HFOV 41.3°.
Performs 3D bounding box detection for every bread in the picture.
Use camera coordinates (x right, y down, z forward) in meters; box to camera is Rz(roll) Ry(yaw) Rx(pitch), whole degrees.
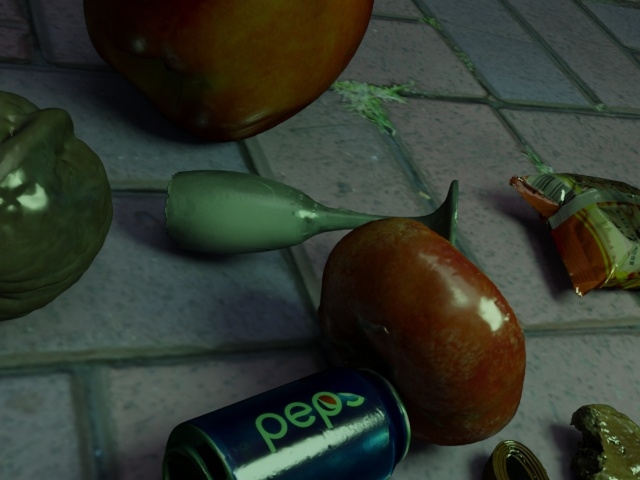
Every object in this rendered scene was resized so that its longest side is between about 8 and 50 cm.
[{"bbox_3d":[0.301,0.229,0.879,0.082,0.060,0.113,19,41,-4],"label":"bread"}]

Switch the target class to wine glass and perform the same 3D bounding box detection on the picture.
[{"bbox_3d":[0.000,0.000,0.998,0.309,0.264,0.096,3,73,8],"label":"wine glass"}]

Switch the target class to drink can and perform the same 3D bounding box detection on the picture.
[{"bbox_3d":[-0.026,0.182,0.725,0.204,0.118,0.118,-16,52,-37],"label":"drink can"}]

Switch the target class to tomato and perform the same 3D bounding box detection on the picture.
[{"bbox_3d":[0.080,0.099,0.805,0.095,0.237,0.237,-33,63,-28],"label":"tomato"}]

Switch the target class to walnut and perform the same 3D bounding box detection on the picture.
[{"bbox_3d":[-0.298,-0.038,0.782,0.224,0.224,0.224,14,39,-12],"label":"walnut"}]

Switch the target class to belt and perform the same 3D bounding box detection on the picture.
[{"bbox_3d":[0.191,0.240,0.832,0.059,0.036,0.083,-3,45,-20],"label":"belt"}]

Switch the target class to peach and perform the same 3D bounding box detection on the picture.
[{"bbox_3d":[-0.114,-0.301,1.092,0.335,0.310,0.406,27,45,11],"label":"peach"}]

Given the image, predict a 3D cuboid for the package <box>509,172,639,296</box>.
[{"bbox_3d":[0.419,-0.009,1.177,0.288,0.108,0.223,1,45,-30],"label":"package"}]
